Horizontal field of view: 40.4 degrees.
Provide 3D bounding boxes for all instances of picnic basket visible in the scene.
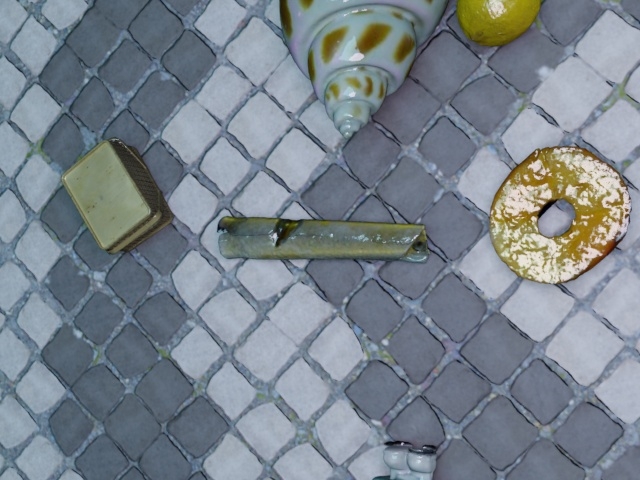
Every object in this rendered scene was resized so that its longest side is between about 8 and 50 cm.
[{"bbox_3d":[-0.323,-0.070,1.391,0.115,0.079,0.164,-34,77,15],"label":"picnic basket"}]

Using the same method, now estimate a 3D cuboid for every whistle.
[{"bbox_3d":[0.000,-0.001,1.293,0.326,0.057,0.068,2,133,18],"label":"whistle"}]

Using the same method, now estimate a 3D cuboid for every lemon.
[{"bbox_3d":[0.247,-0.327,1.199,0.109,0.109,0.133,41,92,16],"label":"lemon"}]

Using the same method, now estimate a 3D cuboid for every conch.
[{"bbox_3d":[0.066,-0.322,1.219,0.249,0.197,0.368,3,94,-2],"label":"conch"}]

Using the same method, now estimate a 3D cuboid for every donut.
[{"bbox_3d":[0.323,-0.033,1.180,0.174,0.074,0.190,30,101,16],"label":"donut"}]

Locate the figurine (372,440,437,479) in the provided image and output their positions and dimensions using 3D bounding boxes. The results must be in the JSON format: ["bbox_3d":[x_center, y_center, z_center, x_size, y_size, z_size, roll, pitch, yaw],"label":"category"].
[{"bbox_3d":[0.114,0.407,1.213,0.138,0.110,0.245,1,84,28],"label":"figurine"}]
